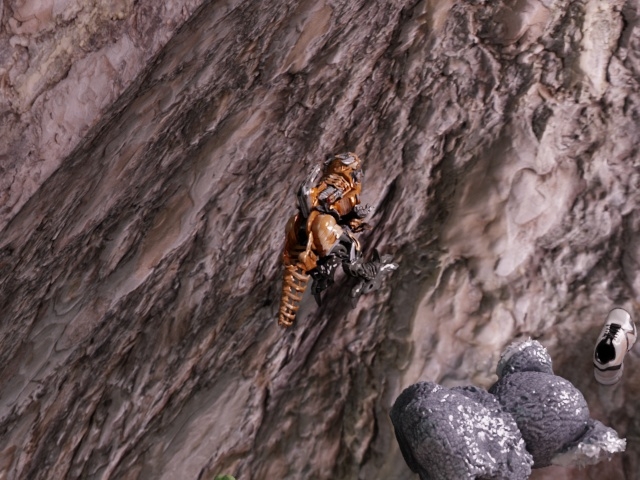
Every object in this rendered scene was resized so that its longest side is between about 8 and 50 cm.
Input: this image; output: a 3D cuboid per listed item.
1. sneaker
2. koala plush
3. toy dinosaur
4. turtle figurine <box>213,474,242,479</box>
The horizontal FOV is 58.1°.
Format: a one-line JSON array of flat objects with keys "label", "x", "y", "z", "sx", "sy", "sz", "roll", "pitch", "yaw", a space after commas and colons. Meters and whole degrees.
[{"label": "sneaker", "x": 0.375, "y": 0.128, "z": 0.734, "sx": 0.040, "sy": 0.044, "sz": 0.109, "roll": 2, "pitch": 50, "yaw": 39}, {"label": "koala plush", "x": 0.209, "y": 0.220, "z": 0.659, "sx": 0.221, "sy": 0.203, "sz": 0.196, "roll": -22, "pitch": 40, "yaw": -4}, {"label": "toy dinosaur", "x": 0.000, "y": 0.000, "z": 0.984, "sx": 0.322, "sy": 0.218, "sz": 0.164, "roll": -47, "pitch": 42, "yaw": -16}, {"label": "turtle figurine", "x": -0.102, "y": 0.405, "z": 0.646, "sx": 0.197, "sy": 0.275, "sz": 0.266, "roll": 2, "pitch": 40, "yaw": 16}]
